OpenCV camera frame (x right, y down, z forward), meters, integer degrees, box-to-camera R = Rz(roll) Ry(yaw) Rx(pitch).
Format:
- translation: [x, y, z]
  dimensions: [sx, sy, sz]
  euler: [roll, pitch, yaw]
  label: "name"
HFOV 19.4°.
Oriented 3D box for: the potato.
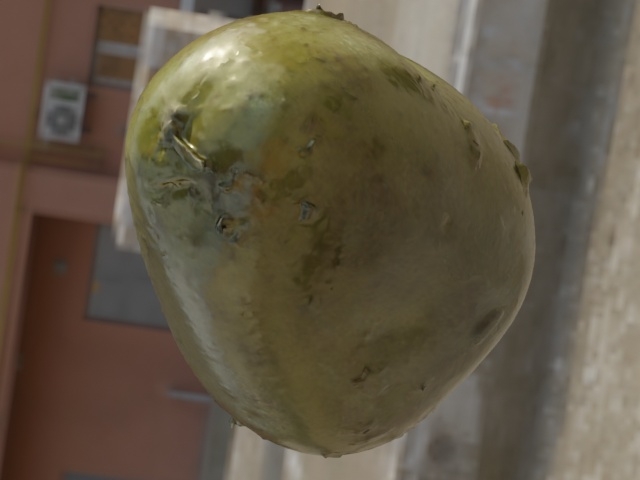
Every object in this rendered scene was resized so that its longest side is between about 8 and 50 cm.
- translation: [0.011, -0.016, 1.232]
  dimensions: [0.270, 0.219, 0.359]
  euler: [-45, -33, -15]
  label: "potato"
